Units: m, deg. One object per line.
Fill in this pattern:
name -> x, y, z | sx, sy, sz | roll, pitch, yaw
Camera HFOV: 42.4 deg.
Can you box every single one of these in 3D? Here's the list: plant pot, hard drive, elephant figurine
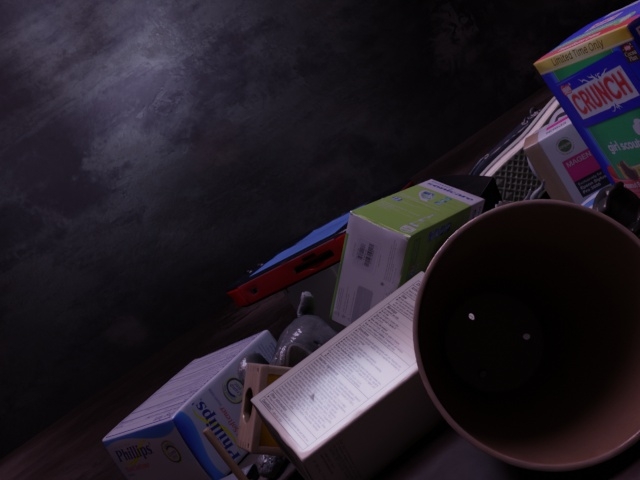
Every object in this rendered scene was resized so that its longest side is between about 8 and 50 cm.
plant pot -> 0.218, 0.107, 0.914 | 0.256, 0.257, 0.274 | -34, -8, -4
plant pot -> 0.294, -0.038, 1.731 | 0.166, 0.188, 0.188 | -14, 16, 30
hard drive -> -0.167, 0.413, 1.320 | 0.135, 0.022, 0.094 | -30, 8, 23
elephant figurine -> -0.053, 0.232, 1.354 | 0.239, 0.186, 0.169 | -23, -38, -47

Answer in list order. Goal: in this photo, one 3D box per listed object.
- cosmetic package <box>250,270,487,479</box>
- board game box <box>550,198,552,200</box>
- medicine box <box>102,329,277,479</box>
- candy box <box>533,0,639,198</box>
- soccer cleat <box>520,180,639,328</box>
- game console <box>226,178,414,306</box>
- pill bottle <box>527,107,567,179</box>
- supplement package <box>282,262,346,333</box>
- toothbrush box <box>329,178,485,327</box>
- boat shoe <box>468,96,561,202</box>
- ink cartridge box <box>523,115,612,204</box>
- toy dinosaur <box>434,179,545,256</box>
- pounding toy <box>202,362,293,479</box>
cosmetic package -> 0.080, 0.194, 1.120 | 0.309, 0.113, 0.160 | -34, 34, -14
board game box -> 0.396, -0.007, 1.550 | 0.165, 0.042, 0.243 | -28, 10, 40
medicine box -> -0.221, 0.333, 1.581 | 0.263, 0.149, 0.289 | -26, 10, 44
candy box -> 0.485, -0.176, 1.178 | 0.122, 0.317, 0.268 | -34, 7, -7
soccer cleat -> 0.362, 0.045, 1.185 | 0.331, 0.116, 0.143 | -40, -11, -35
game console -> 0.000, 0.000, 1.780 | 0.386, 0.060, 0.342 | -26, 11, 30
pill bottle -> 0.561, -0.207, 1.617 | 0.176, 0.176, 0.318 | -38, 8, -31
supplement package -> 0.084, 0.074, 1.853 | 0.177, 0.175, 0.293 | -23, 12, 46
toothbrush box -> 0.155, 0.030, 1.440 | 0.122, 0.206, 0.283 | 25, 28, 29
boat shoe -> 0.524, -0.222, 1.883 | 0.500, 0.187, 0.156 | -40, 14, -7
ink cartridge box -> 0.496, -0.143, 1.411 | 0.234, 0.193, 0.088 | -31, 7, 25
toy dinosaur -> 0.265, 0.037, 1.366 | 0.313, 0.160, 0.121 | -30, 7, 18
pounding toy -> -0.075, 0.288, 1.214 | 0.181, 0.206, 0.094 | 10, -9, -19
